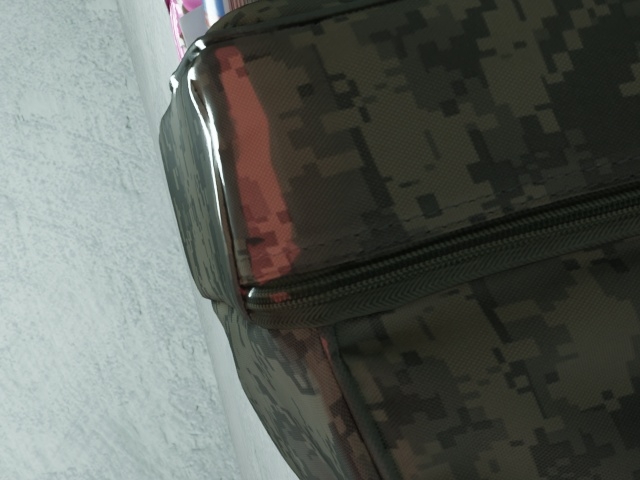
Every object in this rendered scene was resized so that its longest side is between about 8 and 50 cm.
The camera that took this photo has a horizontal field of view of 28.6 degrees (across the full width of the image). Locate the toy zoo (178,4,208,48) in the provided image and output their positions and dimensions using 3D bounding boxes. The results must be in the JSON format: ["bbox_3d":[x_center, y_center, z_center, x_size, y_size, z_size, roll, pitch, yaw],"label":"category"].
[{"bbox_3d":[-0.036,-0.068,1.035,0.293,0.030,0.192,51,-168,-53],"label":"toy zoo"}]

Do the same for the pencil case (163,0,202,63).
[{"bbox_3d":[-0.119,-0.208,1.387,0.095,0.098,0.209,-139,36,-70],"label":"pencil case"}]

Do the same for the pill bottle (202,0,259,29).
[{"bbox_3d":[-0.038,-0.260,0.888,0.124,0.124,0.221,-131,31,-66],"label":"pill bottle"}]

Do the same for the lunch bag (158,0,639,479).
[{"bbox_3d":[0.061,0.029,0.535,0.305,0.213,0.256,180,77,-79],"label":"lunch bag"}]
